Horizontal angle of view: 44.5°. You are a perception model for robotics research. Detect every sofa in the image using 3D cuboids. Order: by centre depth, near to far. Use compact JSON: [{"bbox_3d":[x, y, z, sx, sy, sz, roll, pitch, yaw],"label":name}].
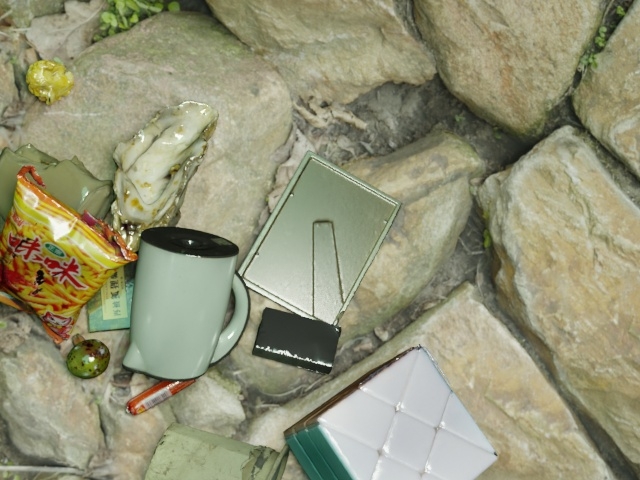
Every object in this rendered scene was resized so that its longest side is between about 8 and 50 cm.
[{"bbox_3d":[-0.042,0.181,1.406,0.147,0.060,0.085,14,64,-3],"label":"sofa"}]

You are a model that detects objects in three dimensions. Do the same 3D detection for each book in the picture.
[{"bbox_3d":[-0.303,0.076,1.406,0.229,0.024,0.160,-5,81,-9],"label":"book"}]

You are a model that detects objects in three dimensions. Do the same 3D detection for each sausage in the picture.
[{"bbox_3d":[-0.282,0.266,1.362,0.130,0.034,0.034,-31,83,-12],"label":"sausage"}]

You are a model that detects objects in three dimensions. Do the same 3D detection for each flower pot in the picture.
[{"bbox_3d":[-0.177,0.402,1.268,0.203,0.212,0.212,18,76,4],"label":"flower pot"}]

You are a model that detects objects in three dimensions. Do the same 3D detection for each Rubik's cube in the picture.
[{"bbox_3d":[0.107,0.337,1.281,0.221,0.224,0.231,-31,82,-25],"label":"Rubik's cube"}]

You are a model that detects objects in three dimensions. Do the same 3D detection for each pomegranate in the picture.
[{"bbox_3d":[-0.398,0.195,1.347,0.073,0.073,0.084,-4,63,-8],"label":"pomegranate"}]

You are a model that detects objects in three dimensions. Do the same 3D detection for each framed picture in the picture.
[{"bbox_3d":[0.000,0.000,1.464,0.211,0.020,0.289,29,75,0],"label":"framed picture"}]

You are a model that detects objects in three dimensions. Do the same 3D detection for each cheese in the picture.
[{"bbox_3d":[-0.480,-0.081,1.364,0.203,0.091,0.175,37,95,0],"label":"cheese"}]

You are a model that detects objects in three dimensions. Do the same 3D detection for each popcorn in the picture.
[{"bbox_3d":[-0.506,-0.291,1.442,0.084,0.084,0.084,2,78,-7],"label":"popcorn"}]

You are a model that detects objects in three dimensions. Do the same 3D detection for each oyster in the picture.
[{"bbox_3d":[-0.292,-0.107,1.398,0.167,0.110,0.341,13,67,-13],"label":"oyster"}]

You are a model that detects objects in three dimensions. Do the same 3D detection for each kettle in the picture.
[{"bbox_3d":[-0.213,0.112,1.321,0.221,0.161,0.236,1,107,-40],"label":"kettle"}]

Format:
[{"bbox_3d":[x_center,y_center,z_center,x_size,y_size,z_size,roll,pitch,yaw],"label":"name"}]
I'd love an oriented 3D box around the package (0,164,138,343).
[{"bbox_3d":[-0.447,0.029,1.285,0.223,0.108,0.288,38,118,-14],"label":"package"}]
